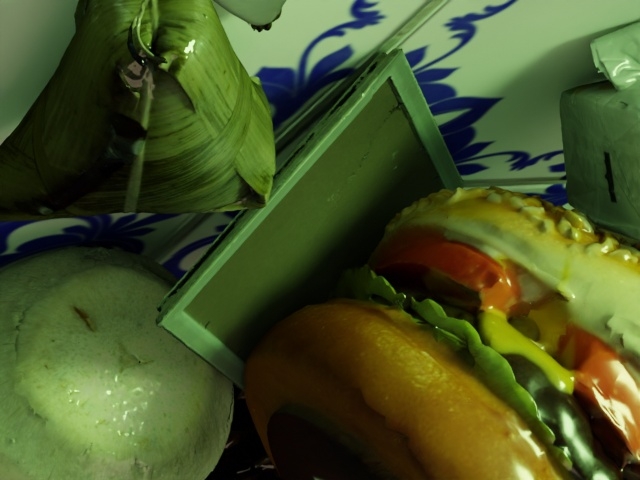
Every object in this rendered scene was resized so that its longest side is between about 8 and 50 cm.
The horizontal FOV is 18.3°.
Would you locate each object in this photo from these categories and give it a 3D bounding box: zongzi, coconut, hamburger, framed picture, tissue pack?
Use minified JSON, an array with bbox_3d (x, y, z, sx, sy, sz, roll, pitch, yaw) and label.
[{"bbox_3d":[-0.140,-0.072,1.087,0.204,0.094,0.205,-10,159,7],"label":"zongzi"},{"bbox_3d":[-0.178,0.125,1.432,0.224,0.224,0.234,-4,160,-34],"label":"coconut"},{"bbox_3d":[0.124,0.129,1.357,0.250,0.330,0.330,-36,168,-19],"label":"hamburger"},{"bbox_3d":[0.000,0.000,1.353,0.231,0.018,0.293,-48,161,-4],"label":"framed picture"},{"bbox_3d":[0.291,-0.096,1.341,0.229,0.145,0.159,-12,-166,-12],"label":"tissue pack"}]

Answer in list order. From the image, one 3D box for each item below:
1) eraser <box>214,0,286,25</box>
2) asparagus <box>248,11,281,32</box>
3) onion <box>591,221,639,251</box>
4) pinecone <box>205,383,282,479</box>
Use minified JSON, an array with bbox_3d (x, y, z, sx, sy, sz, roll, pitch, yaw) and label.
[{"bbox_3d":[-0.008,-0.202,0.808,0.061,0.089,0.352,-5,160,-20],"label":"eraser"},{"bbox_3d":[0.004,-0.169,1.018,0.024,0.025,0.248,-56,-175,-33],"label":"asparagus"},{"bbox_3d":[0.239,0.137,1.664,0.353,0.354,0.353,-15,162,-5],"label":"onion"},{"bbox_3d":[-0.048,0.142,1.621,0.207,0.208,0.208,-15,162,-5],"label":"pinecone"}]
